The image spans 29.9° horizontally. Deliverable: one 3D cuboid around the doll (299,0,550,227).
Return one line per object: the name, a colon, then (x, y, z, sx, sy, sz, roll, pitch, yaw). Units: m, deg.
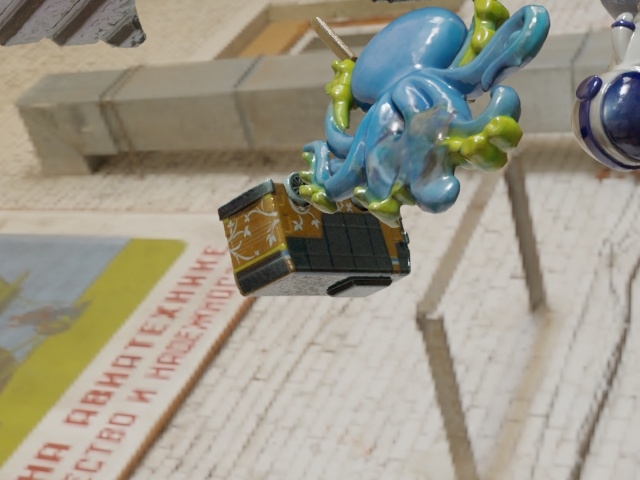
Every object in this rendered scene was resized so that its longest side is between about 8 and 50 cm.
doll: (0.114, -0.145, 1.239, 0.099, 0.346, 0.341, 31, -143, -30)

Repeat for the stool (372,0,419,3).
stool: (0.171, -0.444, 1.519, 0.330, 0.297, 0.297, -12, -78, -56)

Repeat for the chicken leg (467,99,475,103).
chicken leg: (0.217, -0.235, 1.798, 0.093, 0.178, 0.070, 4, -130, -39)

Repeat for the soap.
soap: (-0.231, -0.325, 1.192, 0.258, 0.302, 0.159, -6, -109, -47)

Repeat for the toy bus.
toy bus: (0.000, 0.000, 1.802, 0.275, 0.138, 0.167, 1, -111, -44)

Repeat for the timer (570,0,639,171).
timer: (0.461, -0.266, 1.619, 0.383, 0.270, 0.270, -63, -34, -15)

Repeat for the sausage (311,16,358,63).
sausage: (0.020, -0.306, 1.843, 0.024, 0.132, 0.024, -20, -43, -20)
